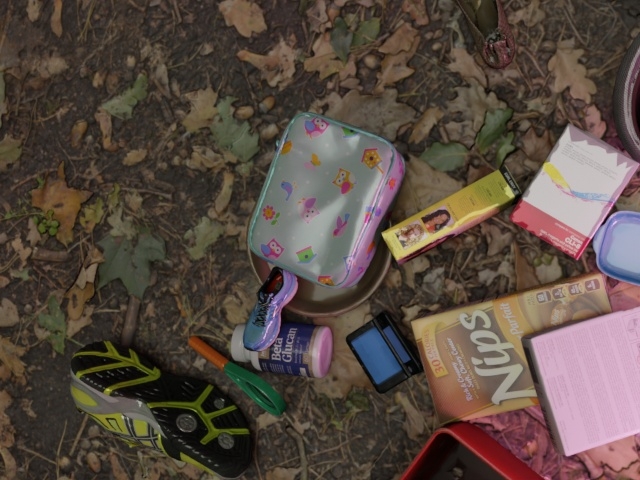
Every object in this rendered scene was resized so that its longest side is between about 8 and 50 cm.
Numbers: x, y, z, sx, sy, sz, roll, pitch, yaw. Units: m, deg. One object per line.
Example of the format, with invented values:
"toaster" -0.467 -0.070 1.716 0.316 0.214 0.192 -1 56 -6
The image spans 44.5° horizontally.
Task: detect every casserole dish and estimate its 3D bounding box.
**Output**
"casserole dish" 0.533 0.020 1.257 0.188 0.037 0.114 16 94 13

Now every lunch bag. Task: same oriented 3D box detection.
"lunch bag" 0.007 -0.074 1.339 0.224 0.108 0.279 23 94 20

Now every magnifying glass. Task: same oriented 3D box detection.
"magnifying glass" -0.156 0.248 1.447 0.231 0.092 0.026 34 64 24

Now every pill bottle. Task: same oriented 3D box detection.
"pill bottle" -0.070 0.192 1.407 0.169 0.094 0.094 4 91 16

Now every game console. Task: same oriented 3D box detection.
"game console" 0.110 0.197 1.369 0.071 0.107 0.122 -30 81 -15

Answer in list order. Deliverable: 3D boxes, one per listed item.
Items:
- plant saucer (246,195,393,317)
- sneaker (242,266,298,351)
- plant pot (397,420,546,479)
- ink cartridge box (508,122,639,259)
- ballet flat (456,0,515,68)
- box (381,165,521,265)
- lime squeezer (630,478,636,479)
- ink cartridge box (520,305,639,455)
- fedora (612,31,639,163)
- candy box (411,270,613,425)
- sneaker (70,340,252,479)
"plant saucer" 0.000 0.000 1.417 0.277 0.041 0.278 0 90 17
"sneaker" -0.098 0.114 1.359 0.063 0.073 0.162 13 68 22
"plant pot" 0.244 0.442 1.234 0.267 0.235 0.267 38 105 14
"ink cartridge box" 0.402 -0.077 1.252 0.127 0.128 0.176 33 99 14
"ballet flat" 0.265 -0.410 1.331 0.084 0.058 0.250 -21 84 15
"box" 0.218 -0.038 1.310 0.232 0.087 0.058 -29 79 4
"lime squeezer" 0.435 0.532 1.282 0.310 0.059 0.110 -45 48 9
"ink cartridge box" 0.447 0.206 1.202 0.232 0.066 0.189 -16 88 -7
"fedora" 0.580 -0.227 1.203 0.243 0.124 0.275 15 102 18
"candy box" 0.328 0.178 1.293 0.316 0.087 0.183 -16 87 15
"sneaker" -0.297 0.332 1.473 0.384 0.145 0.147 30 128 12
